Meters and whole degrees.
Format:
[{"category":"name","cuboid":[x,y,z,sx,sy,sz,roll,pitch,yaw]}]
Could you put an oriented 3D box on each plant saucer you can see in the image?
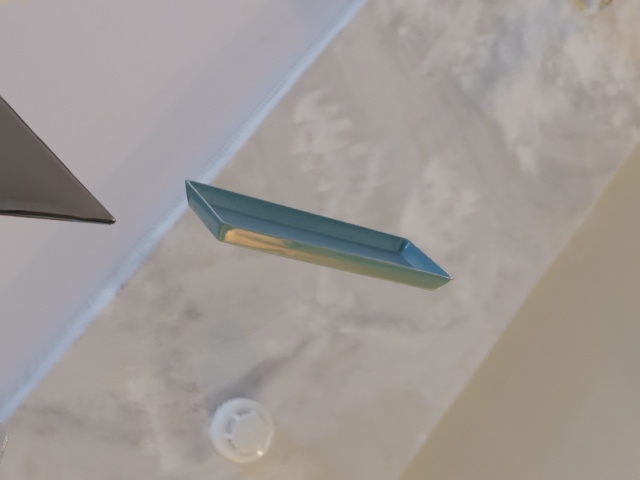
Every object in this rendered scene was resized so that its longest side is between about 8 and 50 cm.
[{"category":"plant saucer","cuboid":[0.000,0.000,0.769,0.192,0.067,0.018,13,-70,-34]}]

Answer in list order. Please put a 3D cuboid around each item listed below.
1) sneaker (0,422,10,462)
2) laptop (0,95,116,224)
[{"category":"sneaker","cuboid":[-0.252,0.150,0.763,0.070,0.134,0.051,23,-76,-11]},{"category":"laptop","cuboid":[-0.454,-0.059,0.873,0.408,0.382,0.236,-40,-28,-13]}]
